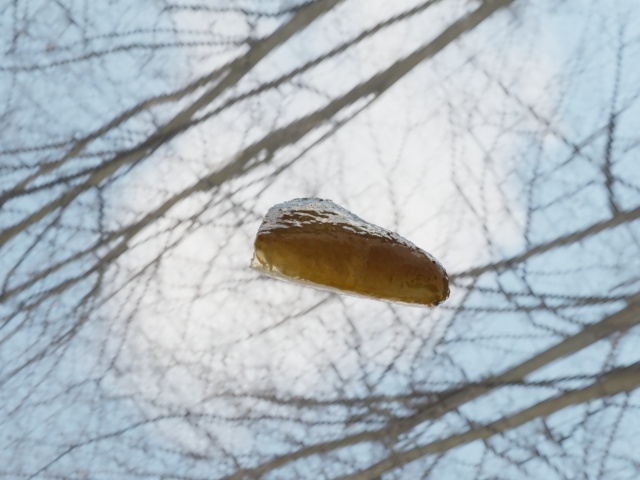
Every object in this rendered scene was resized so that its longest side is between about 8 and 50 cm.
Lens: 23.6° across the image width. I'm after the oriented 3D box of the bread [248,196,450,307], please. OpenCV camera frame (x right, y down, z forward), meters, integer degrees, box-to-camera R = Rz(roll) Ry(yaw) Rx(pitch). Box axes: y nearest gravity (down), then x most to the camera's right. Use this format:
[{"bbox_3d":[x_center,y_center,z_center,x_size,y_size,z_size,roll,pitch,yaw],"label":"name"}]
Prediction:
[{"bbox_3d":[-0.003,0.005,1.047,0.136,0.154,0.054,-3,-69,-54],"label":"bread"}]
